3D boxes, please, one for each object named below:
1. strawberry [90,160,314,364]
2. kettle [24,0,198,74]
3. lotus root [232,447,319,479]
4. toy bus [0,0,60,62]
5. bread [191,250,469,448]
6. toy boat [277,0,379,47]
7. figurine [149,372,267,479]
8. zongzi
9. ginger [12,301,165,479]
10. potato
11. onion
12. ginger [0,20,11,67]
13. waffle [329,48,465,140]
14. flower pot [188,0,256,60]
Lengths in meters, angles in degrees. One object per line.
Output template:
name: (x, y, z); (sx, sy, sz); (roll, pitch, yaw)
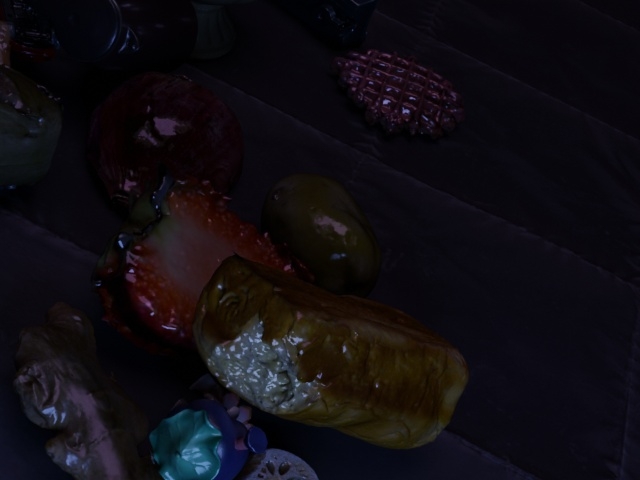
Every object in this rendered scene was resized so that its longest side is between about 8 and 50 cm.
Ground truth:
strawberry: (-0.145, 0.072, 1.532); (0.306, 0.138, 0.233); (41, 50, -24)
kettle: (-0.303, -0.323, 1.784); (0.202, 0.144, 0.232); (34, 15, 11)
lotus root: (-0.052, 0.288, 1.347); (0.112, 0.081, 0.122); (37, 37, 2)
toy bus: (-0.442, -0.314, 1.825); (0.081, 0.089, 0.195); (4, 41, -29)
bread: (0.010, 0.138, 1.431); (0.344, 0.148, 0.195); (21, 9, -43)
toy boat: (-0.023, -0.470, 2.246); (0.296, 0.114, 0.122); (41, 45, 18)
figurine: (-0.115, 0.205, 1.329); (0.102, 0.111, 0.195); (39, 8, 0)
zongzi: (-0.539, -0.204, 1.579); (0.356, 0.174, 0.393); (-4, 39, -40)
ginger: (-0.243, 0.191, 1.336); (0.166, 0.080, 0.333); (0, 46, -44)
potato: (0.003, -0.003, 1.675); (0.155, 0.137, 0.200); (5, 40, -27)
onion: (-0.216, -0.142, 1.730); (0.227, 0.120, 0.283); (19, 37, -2)
ginger: (-0.537, -0.271, 1.713); (0.259, 0.065, 0.149); (22, 68, 6)
waffle: (0.140, -0.256, 2.133); (0.234, 0.055, 0.221); (-6, 48, -37)
flower pot: (-0.208, -0.449, 2.005); (0.308, 0.244, 0.307); (17, 36, -12)
